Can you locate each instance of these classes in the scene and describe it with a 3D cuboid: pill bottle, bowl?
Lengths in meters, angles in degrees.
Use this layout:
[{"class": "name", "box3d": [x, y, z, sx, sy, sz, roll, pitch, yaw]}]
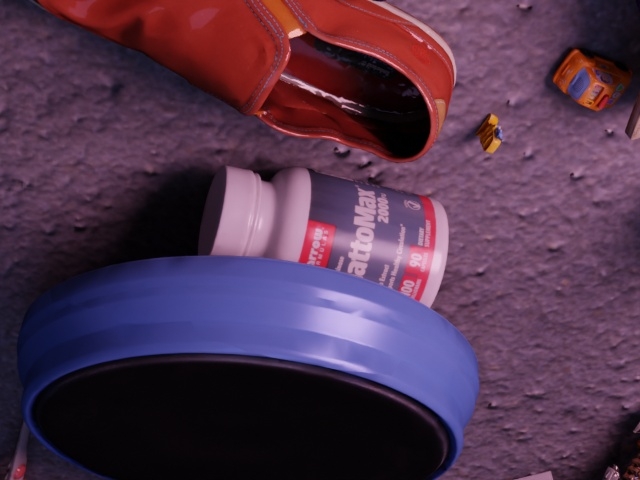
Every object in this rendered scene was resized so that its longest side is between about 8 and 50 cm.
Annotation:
[{"class": "pill bottle", "box3d": [0.000, 0.000, 1.003, 0.180, 0.108, 0.108, 12, 131, -15]}, {"class": "bowl", "box3d": [-0.063, 0.137, 1.068, 0.391, 0.077, 0.391, 3, 151, 2]}]

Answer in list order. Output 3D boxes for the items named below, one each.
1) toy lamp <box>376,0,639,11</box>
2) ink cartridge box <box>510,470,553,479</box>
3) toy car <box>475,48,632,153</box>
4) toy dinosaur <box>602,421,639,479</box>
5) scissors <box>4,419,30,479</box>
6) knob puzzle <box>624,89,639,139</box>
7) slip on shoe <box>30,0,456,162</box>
[{"class": "toy lamp", "box3d": [0.118, -0.191, 0.856, 0.275, 0.080, 0.080, 4, 133, -12]}, {"class": "ink cartridge box", "box3d": [0.207, 0.307, 1.339, 0.180, 0.060, 0.104, -15, 132, 10]}, {"class": "toy car", "box3d": [0.182, -0.095, 0.973, 0.060, 0.040, 0.122, 32, 123, -29]}, {"class": "toy dinosaur", "box3d": [0.322, 0.315, 1.263, 0.218, 0.164, 0.322, 20, 113, -34]}, {"class": "scissors", "box3d": [-0.300, 0.240, 1.218, 0.021, 0.109, 0.297, 30, 134, 17]}, {"class": "knob puzzle", "box3d": [0.321, -0.147, 0.892, 0.213, 0.030, 0.213, -22, 151, -13]}, {"class": "slip on shoe", "box3d": [-0.051, -0.143, 0.872, 0.331, 0.101, 0.123, 20, 130, -20]}]
